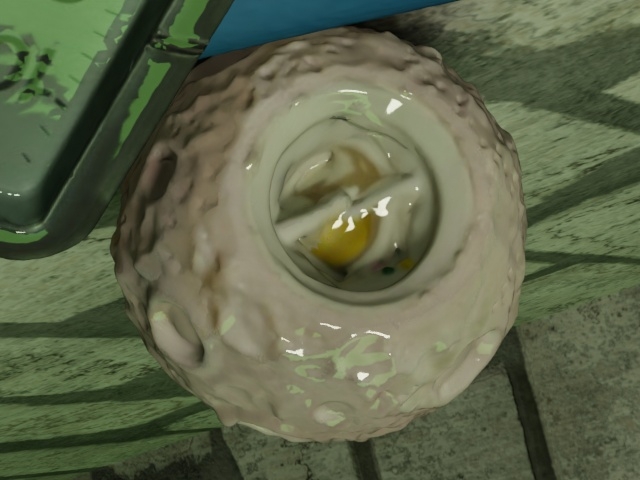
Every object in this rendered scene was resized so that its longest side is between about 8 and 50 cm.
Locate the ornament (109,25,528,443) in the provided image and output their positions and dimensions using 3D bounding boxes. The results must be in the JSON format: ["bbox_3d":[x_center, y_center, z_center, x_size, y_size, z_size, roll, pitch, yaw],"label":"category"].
[{"bbox_3d":[0.000,0.000,0.875,0.259,0.259,0.225,-10,171,-13],"label":"ornament"}]

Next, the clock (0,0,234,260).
[{"bbox_3d":[-0.160,-0.115,0.467,0.273,0.049,0.279,14,134,-29],"label":"clock"}]

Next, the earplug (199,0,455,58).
[{"bbox_3d":[-0.064,-0.131,0.583,0.273,0.132,0.132,-14,167,18],"label":"earplug"}]
